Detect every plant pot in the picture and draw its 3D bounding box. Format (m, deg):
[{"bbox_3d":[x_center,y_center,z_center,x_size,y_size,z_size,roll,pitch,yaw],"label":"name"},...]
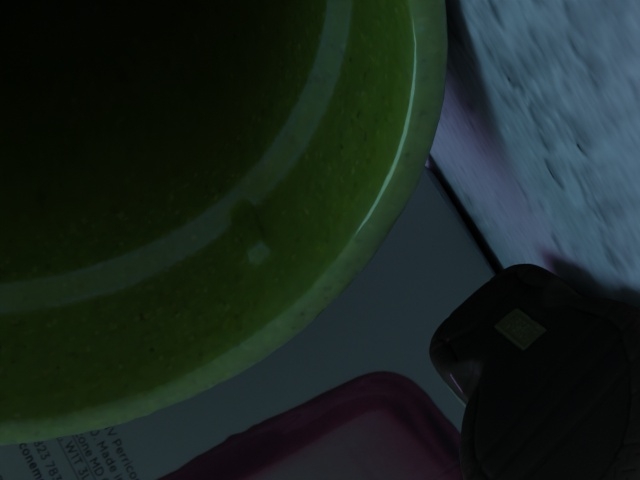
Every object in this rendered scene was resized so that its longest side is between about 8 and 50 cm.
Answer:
[{"bbox_3d":[-0.120,-0.113,0.514,0.254,0.276,0.276,-106,-8,-49],"label":"plant pot"}]

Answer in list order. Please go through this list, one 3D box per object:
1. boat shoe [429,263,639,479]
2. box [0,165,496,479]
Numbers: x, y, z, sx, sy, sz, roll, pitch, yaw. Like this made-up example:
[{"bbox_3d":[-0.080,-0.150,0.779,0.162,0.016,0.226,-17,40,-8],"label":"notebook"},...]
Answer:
[{"bbox_3d":[0.083,0.058,0.427,0.072,0.068,0.190,49,-172,-10],"label":"boat shoe"},{"bbox_3d":[-0.019,0.091,0.653,0.126,0.232,0.148,59,176,19],"label":"box"}]
